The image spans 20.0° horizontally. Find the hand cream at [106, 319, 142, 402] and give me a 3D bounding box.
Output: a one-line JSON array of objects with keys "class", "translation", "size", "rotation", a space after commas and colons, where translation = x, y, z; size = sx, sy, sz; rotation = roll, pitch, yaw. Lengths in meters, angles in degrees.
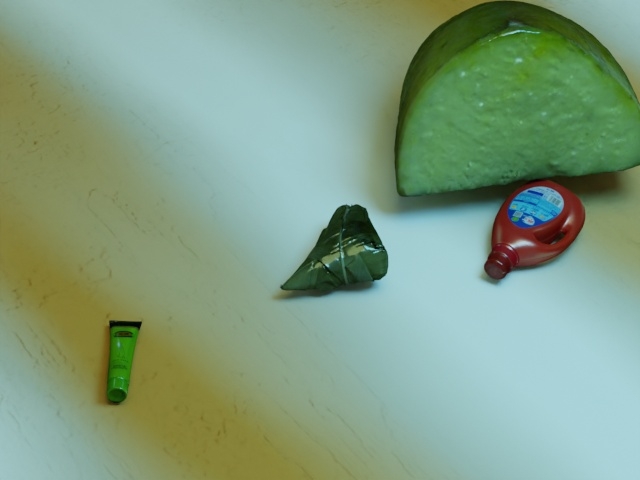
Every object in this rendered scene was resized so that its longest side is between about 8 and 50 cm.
[{"class": "hand cream", "translation": [-0.214, 0.126, 1.951], "size": [0.036, 0.023, 0.122], "rotation": [1, 36, -1]}]

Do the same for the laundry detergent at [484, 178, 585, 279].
[{"class": "laundry detergent", "translation": [0.247, -0.006, 2.156], "size": [0.097, 0.049, 0.165], "rotation": [23, 45, 19]}]

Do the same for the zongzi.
[{"class": "zongzi", "translation": [0.000, 0.000, 2.112], "size": [0.130, 0.062, 0.154], "rotation": [-15, 37, -7]}]

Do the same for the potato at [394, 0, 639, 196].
[{"class": "potato", "translation": [0.225, -0.218, 2.246], "size": [0.330, 0.213, 0.280], "rotation": [-6, 30, -9]}]
